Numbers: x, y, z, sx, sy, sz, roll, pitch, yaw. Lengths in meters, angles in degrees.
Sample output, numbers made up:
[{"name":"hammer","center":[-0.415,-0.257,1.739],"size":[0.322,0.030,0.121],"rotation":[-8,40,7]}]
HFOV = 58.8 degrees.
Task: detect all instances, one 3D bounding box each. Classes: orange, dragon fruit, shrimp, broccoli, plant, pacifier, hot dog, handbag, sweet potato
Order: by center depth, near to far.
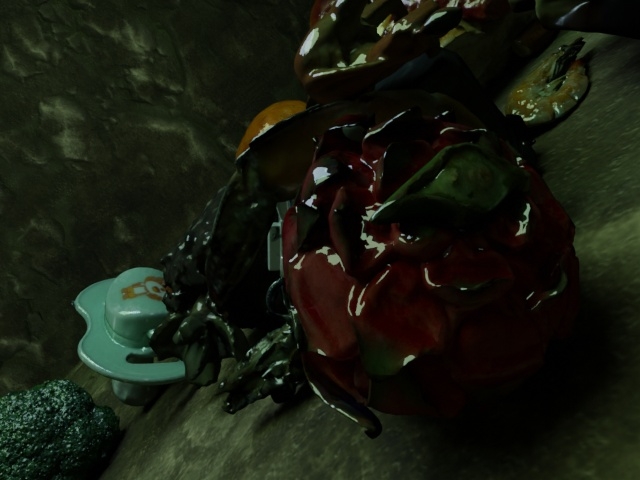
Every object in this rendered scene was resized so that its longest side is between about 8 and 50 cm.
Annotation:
[{"name":"dragon fruit","center":[0.062,0.029,0.443],"size":[0.233,0.234,0.293],"rotation":[-55,3,-32]},{"name":"shrimp","center":[-0.010,0.037,0.584],"size":[0.445,0.272,0.085],"rotation":[-51,37,25]},{"name":"handbag","center":[0.135,-0.128,0.706],"size":[0.181,0.181,0.254],"rotation":[-41,18,12]},{"name":"shrimp","center":[0.309,-0.207,0.745],"size":[0.101,0.042,0.190],"rotation":[7,51,46]},{"name":"plant","center":[-0.143,0.068,0.886],"size":[0.215,0.213,0.312],"rotation":[-23,27,50]},{"name":"sweet potato","center":[0.371,-0.348,0.951],"size":[0.117,0.049,0.049],"rotation":[-38,13,-13]},{"name":"hot dog","center":[0.171,-0.422,1.024],"size":[0.367,0.196,0.365],"rotation":[-48,55,-7]},{"name":"broccoli","center":[-0.536,0.400,1.086],"size":[0.269,0.269,0.254],"rotation":[-29,17,46]},{"name":"pacifier","center":[-0.331,0.204,1.108],"size":[0.343,0.288,0.269],"rotation":[-124,43,-54]},{"name":"orange","center":[-0.090,-0.214,1.434],"size":[0.283,0.226,0.284],"rotation":[-60,5,8]}]

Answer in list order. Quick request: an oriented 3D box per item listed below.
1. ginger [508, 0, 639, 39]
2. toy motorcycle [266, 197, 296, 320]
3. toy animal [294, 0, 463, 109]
[{"name":"ginger","center":[0.354,-0.382,0.575],"size":[0.359,0.211,0.413],"rotation":[-22,31,22]},{"name":"toy motorcycle","center":[0.000,0.000,0.764],"size":[0.150,0.221,0.102],"rotation":[-1,10,-7]},{"name":"toy animal","center":[0.034,-0.173,0.550],"size":[0.157,0.097,0.312],"rotation":[-41,6,15]}]
